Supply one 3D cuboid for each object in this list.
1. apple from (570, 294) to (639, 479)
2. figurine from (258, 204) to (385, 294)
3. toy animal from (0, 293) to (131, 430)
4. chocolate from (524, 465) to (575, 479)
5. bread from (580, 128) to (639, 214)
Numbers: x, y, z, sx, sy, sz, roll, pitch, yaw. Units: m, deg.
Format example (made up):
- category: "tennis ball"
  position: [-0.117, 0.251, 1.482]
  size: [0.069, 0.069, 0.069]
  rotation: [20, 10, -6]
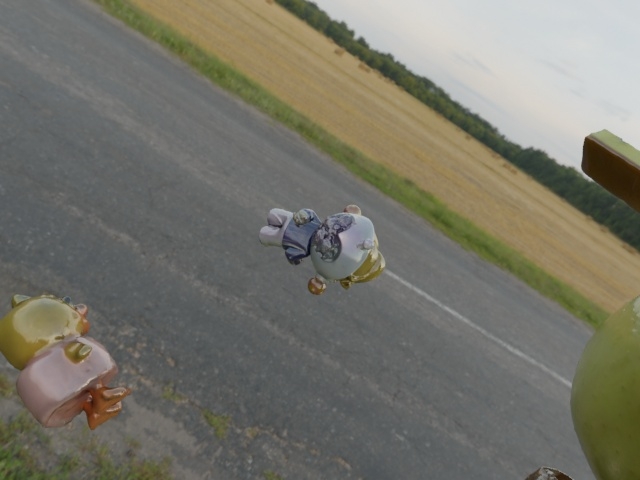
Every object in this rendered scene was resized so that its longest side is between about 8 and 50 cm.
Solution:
- category: "apple"
  position: [0.630, 0.259, 0.864]
  size: [0.474, 0.473, 0.473]
  rotation: [31, 17, -11]
- category: "figurine"
  position: [0.002, -0.010, 1.156]
  size: [0.274, 0.194, 0.133]
  rotation: [42, -6, 36]
- category: "toy animal"
  position: [-0.478, 0.210, 1.045]
  size: [0.169, 0.195, 0.281]
  rotation: [-16, 65, -43]
- category: "chocolate"
  position: [0.351, 0.463, 0.860]
  size: [0.093, 0.148, 0.214]
  rotation: [27, 19, -9]
- category: "bread"
  position: [0.539, -0.103, 0.979]
  size: [0.226, 0.049, 0.088]
  rotation: [-121, -167, -45]
